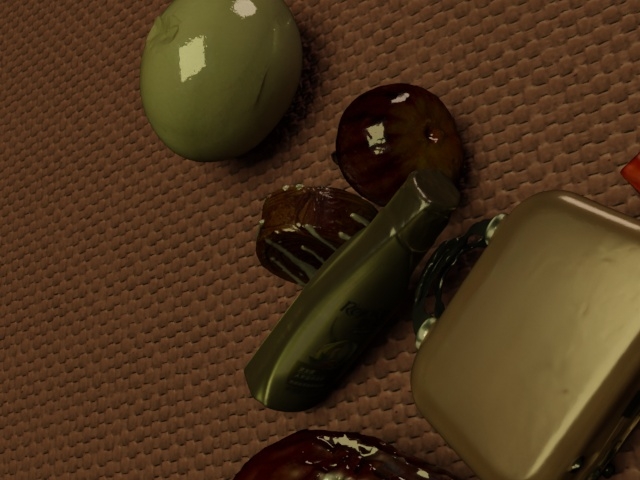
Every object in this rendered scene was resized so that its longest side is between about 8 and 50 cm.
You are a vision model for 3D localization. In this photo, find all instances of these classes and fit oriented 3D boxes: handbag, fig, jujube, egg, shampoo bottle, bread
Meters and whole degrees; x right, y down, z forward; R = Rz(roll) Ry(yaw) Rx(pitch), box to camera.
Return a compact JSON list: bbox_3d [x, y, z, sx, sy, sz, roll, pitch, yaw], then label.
[{"bbox_3d":[0.220,0.089,0.918,0.283,0.149,0.302,37,100,36],"label":"handbag"},{"bbox_3d":[0.075,-0.117,1.081,0.202,0.149,0.148,8,38,24],"label":"fig"},{"bbox_3d":[0.052,0.336,0.907,0.376,0.258,0.259,8,80,44],"label":"jujube"},{"bbox_3d":[-0.138,-0.239,1.236,0.219,0.219,0.269,11,82,38],"label":"egg"},{"bbox_3d":[0.038,0.063,1.023,0.350,0.125,0.084,-53,50,30],"label":"shampoo bottle"},{"bbox_3d":[0.000,0.000,1.095,0.160,0.160,0.073,-16,51,31],"label":"bread"}]

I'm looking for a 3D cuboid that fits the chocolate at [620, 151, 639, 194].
[{"bbox_3d":[0.452,-0.064,0.823,0.237,0.108,0.235,-47,53,13],"label":"chocolate"}]
